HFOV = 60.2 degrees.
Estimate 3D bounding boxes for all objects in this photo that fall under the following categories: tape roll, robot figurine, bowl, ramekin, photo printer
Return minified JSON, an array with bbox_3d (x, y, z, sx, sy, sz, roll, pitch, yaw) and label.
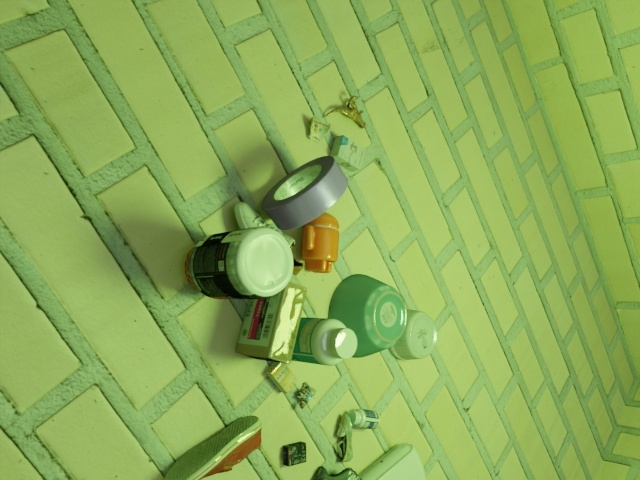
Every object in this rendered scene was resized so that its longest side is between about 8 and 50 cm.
[{"bbox_3d":[-0.050,-0.153,1.758,0.090,0.274,0.275,54,55,-24],"label":"tape roll"},{"bbox_3d":[0.000,0.000,1.887,0.158,0.128,0.219,7,82,-25],"label":"robot figurine"},{"bbox_3d":[0.197,0.276,2.006,0.311,0.163,0.312,4,84,-41],"label":"bowl"},{"bbox_3d":[0.368,0.371,2.178,0.207,0.109,0.207,5,82,-41],"label":"ramekin"},{"bbox_3d":[0.276,0.922,2.045,0.307,0.107,0.256,-20,99,-40],"label":"photo printer"}]

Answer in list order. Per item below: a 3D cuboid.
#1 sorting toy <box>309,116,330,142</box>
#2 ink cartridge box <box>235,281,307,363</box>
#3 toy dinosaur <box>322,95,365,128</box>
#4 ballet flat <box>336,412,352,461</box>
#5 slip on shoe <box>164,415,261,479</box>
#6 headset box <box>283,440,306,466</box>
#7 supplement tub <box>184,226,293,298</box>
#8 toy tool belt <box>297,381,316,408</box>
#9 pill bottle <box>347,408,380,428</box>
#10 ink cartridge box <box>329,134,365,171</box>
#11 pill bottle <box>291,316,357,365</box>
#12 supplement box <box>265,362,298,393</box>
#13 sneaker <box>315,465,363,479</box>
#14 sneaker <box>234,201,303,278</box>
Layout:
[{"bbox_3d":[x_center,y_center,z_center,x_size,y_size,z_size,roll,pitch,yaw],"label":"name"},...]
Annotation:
[{"bbox_3d":[-0.012,-0.391,1.972,0.083,0.045,0.075,14,84,-40],"label":"sorting toy"},{"bbox_3d":[-0.151,0.245,1.685,0.088,0.193,0.235,24,70,-35],"label":"ink cartridge box"},{"bbox_3d":[0.110,-0.483,2.070,0.211,0.064,0.112,15,77,-39],"label":"toy dinosaur"},{"bbox_3d":[0.083,0.695,1.937,0.052,0.057,0.168,-4,88,-31],"label":"ballet flat"},{"bbox_3d":[-0.293,0.627,1.582,0.331,0.123,0.101,-24,105,-45],"label":"slip on shoe"},{"bbox_3d":[-0.087,0.697,1.803,0.083,0.032,0.062,3,83,-40],"label":"headset box"},{"bbox_3d":[-0.240,0.069,1.546,0.193,0.316,0.194,5,82,-41],"label":"supplement tub"},{"bbox_3d":[-0.055,0.516,1.845,0.051,0.052,0.083,42,52,6],"label":"toy tool belt"},{"bbox_3d":[0.153,0.643,1.993,0.120,0.067,0.067,21,72,-38],"label":"pill bottle"},{"bbox_3d":[0.101,-0.322,2.054,0.122,0.052,0.089,27,68,-37],"label":"ink cartridge box"},{"bbox_3d":[-0.007,0.320,1.756,0.146,0.264,0.146,4,83,-41],"label":"pill bottle"},{"bbox_3d":[-0.126,0.440,1.792,0.098,0.036,0.062,55,54,-22],"label":"supplement box"},{"bbox_3d":[0.120,0.831,1.857,0.300,0.111,0.121,9,69,-7],"label":"sneaker"},{"bbox_3d":[-0.152,-0.013,1.727,0.290,0.123,0.106,57,21,-6],"label":"sneaker"}]
